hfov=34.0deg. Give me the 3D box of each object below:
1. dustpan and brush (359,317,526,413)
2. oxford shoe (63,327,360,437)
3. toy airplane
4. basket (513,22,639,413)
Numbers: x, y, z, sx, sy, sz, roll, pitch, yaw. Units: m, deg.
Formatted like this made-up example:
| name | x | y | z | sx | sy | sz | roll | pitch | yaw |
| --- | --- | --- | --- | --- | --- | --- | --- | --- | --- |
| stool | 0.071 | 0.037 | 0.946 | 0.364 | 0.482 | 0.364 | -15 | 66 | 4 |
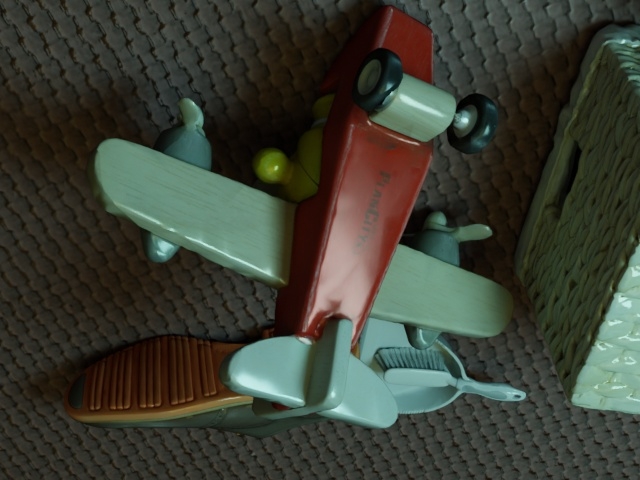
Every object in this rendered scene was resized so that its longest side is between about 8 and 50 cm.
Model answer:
| name | x | y | z | sx | sy | sz | roll | pitch | yaw |
| --- | --- | --- | --- | --- | --- | --- | --- | --- | --- |
| dustpan and brush | 0.151 | 0.170 | 1.316 | 0.211 | 0.060 | 0.147 | 6 | 123 | -6 |
| oxford shoe | -0.128 | 0.198 | 1.287 | 0.363 | 0.130 | 0.133 | -6 | 130 | 1 |
| toy airplane | 0.000 | 0.000 | 1.075 | 0.384 | 0.272 | 0.386 | -30 | 110 | -21 |
| basket | 0.413 | -0.007 | 1.093 | 0.331 | 0.266 | 0.328 | 9 | 124 | -6 |
